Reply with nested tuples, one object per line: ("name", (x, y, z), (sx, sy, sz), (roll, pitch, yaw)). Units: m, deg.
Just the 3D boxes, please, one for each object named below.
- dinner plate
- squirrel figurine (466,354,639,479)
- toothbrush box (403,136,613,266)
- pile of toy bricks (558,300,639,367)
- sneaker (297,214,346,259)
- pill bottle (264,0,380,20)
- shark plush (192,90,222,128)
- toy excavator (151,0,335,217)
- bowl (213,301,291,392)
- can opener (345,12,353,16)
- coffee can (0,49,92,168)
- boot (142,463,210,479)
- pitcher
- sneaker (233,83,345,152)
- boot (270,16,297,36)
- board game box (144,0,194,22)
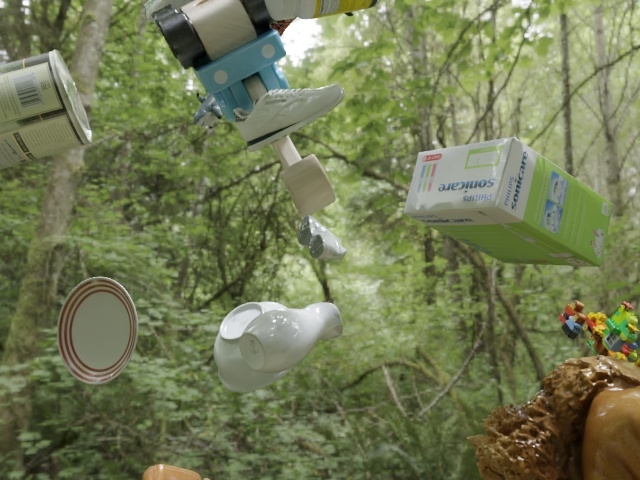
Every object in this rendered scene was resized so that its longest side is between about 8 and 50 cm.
("dinner plate", (-0.294, 0.119, 0.827), (0.141, 0.141, 0.017), (-5, -10, 24))
("squirrel figurine", (0.414, 0.381, 0.892), (0.281, 0.370, 0.397), (14, 16, -39))
("toothbrush box", (0.319, -0.054, 1.058), (0.283, 0.122, 0.206), (21, -12, -32))
("pile of toy bricks", (0.514, 0.158, 1.088), (0.118, 0.105, 0.212), (24, 22, -12))
("sneaker", (0.000, 0.000, 1.165), (0.061, 0.053, 0.152), (16, 19, -26))
("pill bottle", (0.004, -0.480, 1.163), (0.209, 0.119, 0.119), (-17, -3, -18))
("shark plush", (-0.298, -0.374, 1.649), (0.067, 0.161, 0.073), (12, -9, -29))
("toy excavator", (-0.131, -0.306, 1.317), (0.222, 0.445, 0.433), (-30, 31, -3))
("bowl", (-0.190, 0.269, 1.757), (0.298, 0.297, 0.134), (-7, -53, 34))
("can opener", (0.015, -0.529, 1.299), (0.073, 0.186, 0.059), (-15, -29, -48))
("coffee can", (-0.638, -0.253, 1.270), (0.276, 0.201, 0.201), (-19, -5, -10))
("boot", (-0.131, 0.409, 0.736), (0.109, 0.220, 0.283), (-29, -47, 7))
("pitcher", (-0.083, 0.200, 1.319), (0.178, 0.125, 0.207), (-10, 6, 45))
("sneaker", (-0.064, -0.251, 1.189), (0.235, 0.094, 0.090), (-21, 10, 25))
("boot", (-0.104, -0.578, 1.631), (0.088, 0.176, 0.244), (35, 10, -13))
("board game box", (-0.279, -0.620, 1.544), (0.193, 0.053, 0.305), (1, -17, -42))
